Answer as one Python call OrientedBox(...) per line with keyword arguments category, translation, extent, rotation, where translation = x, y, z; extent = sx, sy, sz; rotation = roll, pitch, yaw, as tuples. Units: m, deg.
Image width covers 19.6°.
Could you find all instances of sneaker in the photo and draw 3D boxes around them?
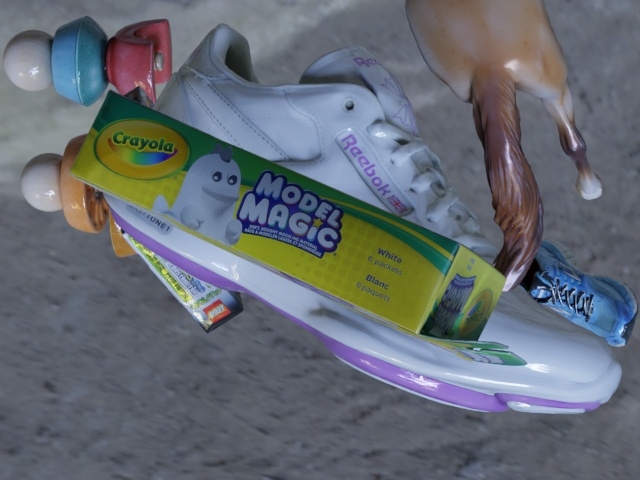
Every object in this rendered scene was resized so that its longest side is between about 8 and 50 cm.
OrientedBox(category="sneaker", translation=(0.231, 0.054, 1.751), extent=(0.162, 0.073, 0.063), rotation=(35, 119, 44))
OrientedBox(category="sneaker", translation=(0.028, -0.015, 0.967), extent=(0.305, 0.114, 0.152), rotation=(28, 93, 21))

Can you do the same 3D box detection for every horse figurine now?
OrientedBox(category="horse figurine", translation=(0.069, -0.115, 0.842), extent=(0.066, 0.174, 0.263), rotation=(-18, 64, 13))

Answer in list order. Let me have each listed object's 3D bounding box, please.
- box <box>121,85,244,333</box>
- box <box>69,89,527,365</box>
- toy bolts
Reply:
OrientedBox(category="box", translation=(-0.117, -0.028, 1.453), extent=(0.036, 0.114, 0.207), rotation=(-33, 32, 10))
OrientedBox(category="box", translation=(0.000, 0.000, 0.735), extent=(0.179, 0.105, 0.043), rotation=(26, 89, 17))
OrientedBox(category="toy bolts", translation=(-0.232, -0.100, 1.789), extent=(0.158, 0.218, 0.228), rotation=(2, 109, 7))
